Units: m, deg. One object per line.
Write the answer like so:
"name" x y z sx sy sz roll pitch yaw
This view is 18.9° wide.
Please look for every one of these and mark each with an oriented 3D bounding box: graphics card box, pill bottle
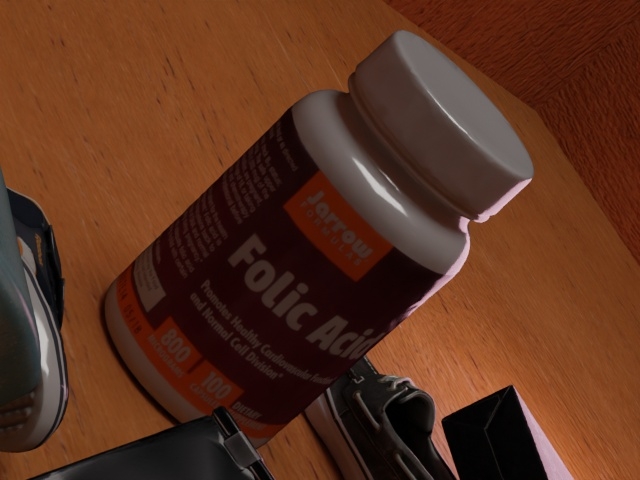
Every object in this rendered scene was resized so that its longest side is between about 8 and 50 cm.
"graphics card box" 0.258 0.348 1.994 0.371 0.094 0.233 54 13 -38
"pill bottle" 0.000 0.000 1.833 0.224 0.392 0.224 41 19 -17

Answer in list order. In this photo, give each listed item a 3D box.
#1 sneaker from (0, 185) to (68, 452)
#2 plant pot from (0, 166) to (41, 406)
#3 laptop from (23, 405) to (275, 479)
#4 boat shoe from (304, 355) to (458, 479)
"sneaker" -0.264 0.041 1.580 0.127 0.126 0.321 14 35 -50
"plant pot" -0.322 0.015 1.332 0.252 0.248 0.247 59 6 -41
"laptop" -0.066 0.357 1.533 0.382 0.236 0.408 54 -9 21
"boat shoe" 0.075 0.200 2.025 0.121 0.119 0.335 29 25 -44
